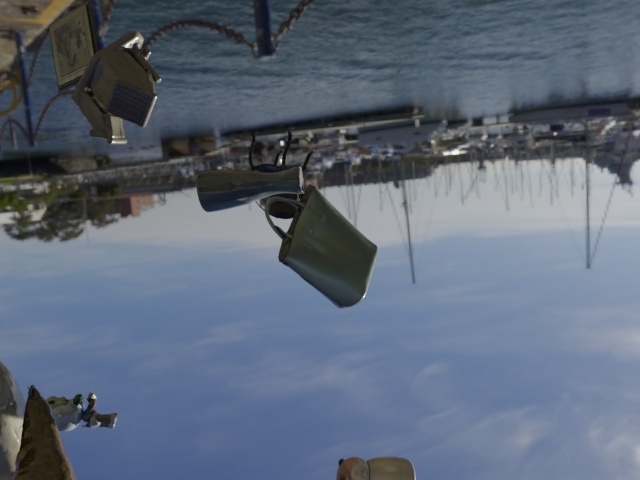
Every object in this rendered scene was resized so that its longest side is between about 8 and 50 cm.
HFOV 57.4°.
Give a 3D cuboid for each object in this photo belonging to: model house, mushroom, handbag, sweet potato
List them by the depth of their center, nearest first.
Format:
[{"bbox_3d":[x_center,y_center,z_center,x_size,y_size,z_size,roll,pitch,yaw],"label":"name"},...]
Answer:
[{"bbox_3d":[-0.523,0.447,1.098,0.130,0.131,0.423,-8,-150,-23],"label":"sweet potato"},{"bbox_3d":[-0.697,0.391,1.260,0.128,0.350,0.128,-6,-162,2],"label":"mushroom"},{"bbox_3d":[-0.433,-0.315,1.268,0.229,0.188,0.122,-45,162,30],"label":"model house"},{"bbox_3d":[0.000,0.000,1.377,0.109,0.315,0.241,-19,-142,38],"label":"handbag"}]

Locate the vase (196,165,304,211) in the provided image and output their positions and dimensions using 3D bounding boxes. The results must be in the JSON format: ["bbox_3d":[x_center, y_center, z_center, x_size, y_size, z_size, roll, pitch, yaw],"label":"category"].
[{"bbox_3d":[-0.142,-0.113,1.210,0.214,0.086,0.086,-6,-174,8],"label":"vase"}]

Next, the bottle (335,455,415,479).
[{"bbox_3d":[0.160,0.732,1.794,0.236,0.148,0.147,12,-176,-10],"label":"bottle"}]

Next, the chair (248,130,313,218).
[{"bbox_3d":[-0.113,-0.173,1.596,0.174,0.213,0.149,4,174,29],"label":"chair"}]

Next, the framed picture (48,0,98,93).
[{"bbox_3d":[-0.654,-0.510,1.547,0.199,0.195,0.010,-10,180,33],"label":"framed picture"}]

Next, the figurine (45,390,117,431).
[{"bbox_3d":[-0.664,0.475,1.610,0.197,0.147,0.094,7,-140,-25],"label":"figurine"}]
